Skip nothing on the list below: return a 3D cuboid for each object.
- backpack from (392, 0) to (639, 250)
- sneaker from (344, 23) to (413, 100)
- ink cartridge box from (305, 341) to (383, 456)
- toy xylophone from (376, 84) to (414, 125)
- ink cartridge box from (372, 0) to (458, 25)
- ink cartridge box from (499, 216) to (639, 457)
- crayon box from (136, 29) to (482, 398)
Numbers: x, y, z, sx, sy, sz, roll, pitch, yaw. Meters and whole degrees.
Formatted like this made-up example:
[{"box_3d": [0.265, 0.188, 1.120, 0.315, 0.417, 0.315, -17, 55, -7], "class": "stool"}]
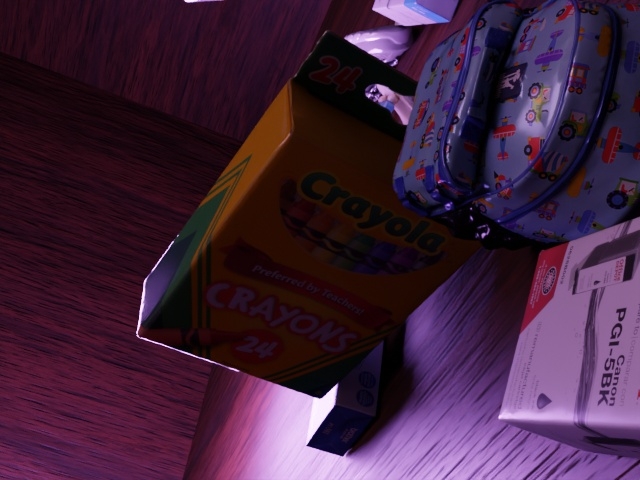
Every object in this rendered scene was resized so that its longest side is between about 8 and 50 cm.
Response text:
[{"box_3d": [0.134, -0.076, 0.497, 0.173, 0.116, 0.158, 172, 117, -76], "class": "backpack"}, {"box_3d": [0.084, -0.275, 1.327, 0.281, 0.105, 0.115, 160, 94, -71], "class": "sneaker"}, {"box_3d": [0.033, 0.118, 0.877, 0.097, 0.046, 0.207, 118, 167, -47], "class": "ink cartridge box"}, {"box_3d": [0.024, -0.052, 1.022, 0.323, 0.081, 0.236, -57, 8, -4], "class": "toy xylophone"}, {"box_3d": [0.133, -0.357, 1.111, 0.104, 0.060, 0.180, -70, 22, 5], "class": "ink cartridge box"}, {"box_3d": [0.145, 0.045, 0.366, 0.135, 0.056, 0.099, 139, 150, -72], "class": "ink cartridge box"}, {"box_3d": [0.000, 0.000, 0.698, 0.318, 0.202, 0.081, -50, 28, 34], "class": "crayon box"}]
